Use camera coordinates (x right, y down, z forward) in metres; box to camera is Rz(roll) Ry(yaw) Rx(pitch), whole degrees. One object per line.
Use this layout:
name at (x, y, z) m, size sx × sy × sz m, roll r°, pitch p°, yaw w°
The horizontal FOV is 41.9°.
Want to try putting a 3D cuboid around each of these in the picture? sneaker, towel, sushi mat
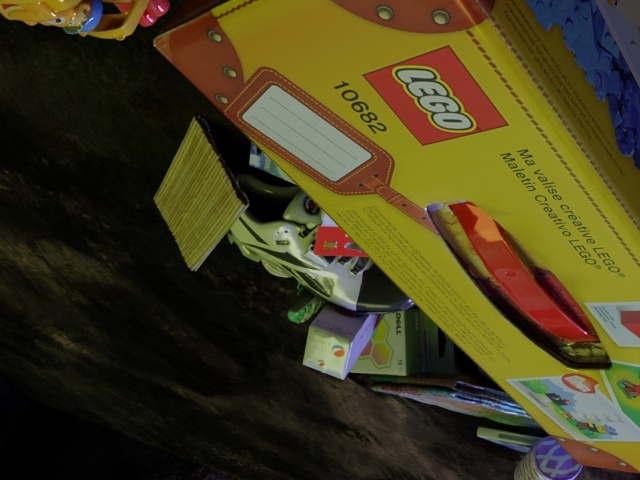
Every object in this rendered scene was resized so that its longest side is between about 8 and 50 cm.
sneaker at (0.000, 0.000, 1.214) m, size 0.330 × 0.122 × 0.146 m, roll 21°, pitch 150°, yaw 15°
sneaker at (-0.013, 0.061, 1.300) m, size 0.076 × 0.166 × 0.065 m, roll 37°, pitch 138°, yaw 6°
towel at (0.300, 0.287, 1.413) m, size 0.370 × 0.040 × 0.271 m, roll 18°, pitch 165°, yaw -23°
sushi mat at (-0.193, -0.062, 1.304) m, size 0.151 × 0.019 × 0.316 m, roll 63°, pitch 152°, yaw 8°

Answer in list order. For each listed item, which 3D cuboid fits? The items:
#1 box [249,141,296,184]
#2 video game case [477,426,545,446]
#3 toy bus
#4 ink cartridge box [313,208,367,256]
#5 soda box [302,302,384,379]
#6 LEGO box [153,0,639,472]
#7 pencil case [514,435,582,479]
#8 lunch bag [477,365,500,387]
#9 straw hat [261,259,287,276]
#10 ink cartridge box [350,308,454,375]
box at (-0.005, -0.108, 1.119) m, size 0.178 × 0.042 × 0.109 m, roll 23°, pitch 152°, yaw 5°
video game case at (0.417, 0.393, 1.597) m, size 0.173 × 0.022 × 0.190 m, roll 2°, pitch 162°, yaw 38°
toy bus at (-0.226, -0.277, 0.837) m, size 0.149 × 0.220 × 0.211 m, roll 14°, pitch 157°, yaw 29°
ink cartridge box at (0.069, -0.023, 1.095) m, size 0.145 × 0.045 × 0.179 m, roll 2°, pitch 137°, yaw -7°
soda box at (0.047, 0.119, 1.282) m, size 0.069 × 0.216 × 0.074 m, roll 19°, pitch 119°, yaw 15°
LEGO box at (0.192, -0.113, 0.592) m, size 0.193 × 0.373 × 0.500 m, roll -8°, pitch 138°, yaw 46°
pencil case at (0.395, 0.397, 1.451) m, size 0.088 × 0.086 × 0.206 m, roll -15°, pitch 156°, yaw -3°
lunch bag at (0.319, 0.185, 1.299) m, size 0.151 × 0.096 × 0.129 m, roll 6°, pitch 148°, yaw 15°
straw hat at (-0.063, 0.025, 1.380) m, size 0.144 × 0.061 × 0.144 m, roll 20°, pitch 151°, yaw 11°
ink cartridge box at (0.121, 0.169, 1.409) m, size 0.209 × 0.109 × 0.062 m, roll -4°, pitch 176°, yaw 43°
